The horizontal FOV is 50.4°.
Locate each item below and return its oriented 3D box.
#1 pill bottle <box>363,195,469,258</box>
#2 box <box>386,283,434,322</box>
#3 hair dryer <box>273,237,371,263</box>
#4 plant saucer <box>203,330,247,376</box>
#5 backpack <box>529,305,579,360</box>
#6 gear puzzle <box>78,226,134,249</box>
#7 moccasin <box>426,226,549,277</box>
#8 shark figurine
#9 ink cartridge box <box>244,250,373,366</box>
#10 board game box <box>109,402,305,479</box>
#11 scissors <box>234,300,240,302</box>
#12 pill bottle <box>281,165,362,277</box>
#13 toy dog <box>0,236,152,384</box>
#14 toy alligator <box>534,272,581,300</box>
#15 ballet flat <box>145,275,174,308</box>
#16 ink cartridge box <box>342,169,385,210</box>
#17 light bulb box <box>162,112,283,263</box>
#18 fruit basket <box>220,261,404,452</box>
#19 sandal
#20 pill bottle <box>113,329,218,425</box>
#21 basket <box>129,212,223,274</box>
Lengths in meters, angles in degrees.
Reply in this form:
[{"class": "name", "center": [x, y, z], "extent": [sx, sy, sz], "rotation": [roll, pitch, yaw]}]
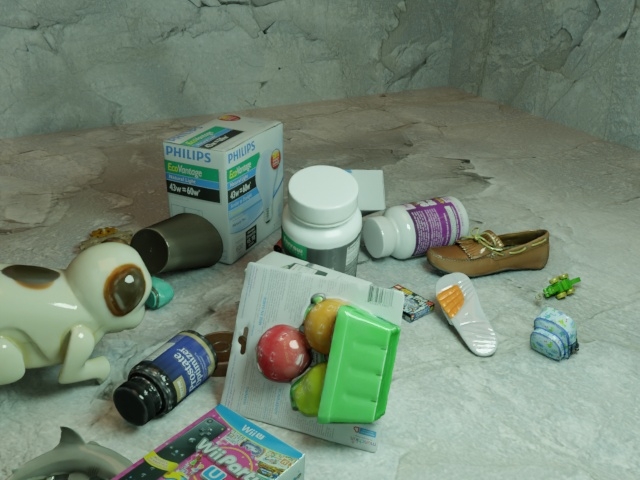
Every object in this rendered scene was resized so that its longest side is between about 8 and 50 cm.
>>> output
[{"class": "pill bottle", "center": [0.290, -0.035, 2.088], "extent": [0.302, 0.169, 0.169], "rotation": [-12, 29, -25]}, {"class": "box", "center": [0.225, 0.167, 1.829], "extent": [0.094, 0.027, 0.137], "rotation": [-19, 32, -37]}, {"class": "hair dryer", "center": [-0.004, 0.000, 2.107], "extent": [0.294, 0.080, 0.223], "rotation": [-6, 27, -13]}, {"class": "plant saucer", "center": [-0.237, 0.263, 1.619], "extent": [0.169, 0.029, 0.168], "rotation": [0, 25, 0]}, {"class": "backpack", "center": [0.556, 0.224, 1.624], "extent": [0.105, 0.114, 0.084], "rotation": [26, 55, 39]}, {"class": "gear puzzle", "center": [-0.640, 0.028, 2.085], "extent": [0.176, 0.044, 0.339], "rotation": [-16, 28, -27]}, {"class": "moccasin", "center": [0.495, 0.024, 1.995], "extent": [0.380, 0.146, 0.139], "rotation": [-2, 26, -7]}, {"class": "shark figurine", "center": [-0.489, 0.399, 1.239], "extent": [0.278, 0.116, 0.166], "rotation": [-9, 26, -23]}, {"class": "ink cartridge box", "center": [-0.032, 0.171, 1.607], "extent": [0.289, 0.211, 0.121], "rotation": [16, 30, 30]}, {"class": "board game box", "center": [-0.207, 0.438, 1.183], "extent": [0.224, 0.097, 0.303], "rotation": [20, 31, 34]}, {"class": "scissors", "center": [-0.089, 0.143, 1.886], "extent": [0.297, 0.021, 0.109], "rotation": [-3, 29, -6]}, {"class": "pill bottle", "center": [0.000, 0.000, 1.745], "extent": [0.204, 0.361, 0.204], "rotation": [1, 43, -1]}, {"class": "toy dog", "center": [-0.574, 0.135, 1.484], "extent": [0.408, 0.395, 0.284], "rotation": [-18, 22, -17]}, {"class": "toy alligator", "center": [0.645, 0.136, 1.886], "extent": [0.190, 0.056, 0.051], "rotation": [-17, -11, -30]}, {"class": "ballet flat", "center": [-0.491, 0.117, 1.864], "extent": [0.247, 0.083, 0.087], "rotation": [25, 23, 34]}, {"class": "ink cartridge box", "center": [0.047, -0.138, 2.169], "extent": [0.223, 0.128, 0.307], "rotation": [-2, -5, -16]}, {"class": "light bulb box", "center": [-0.290, -0.174, 2.135], "extent": [0.225, 0.360, 0.358], "rotation": [12, 28, 22]}, {"class": "fruit basket", "center": [-0.019, 0.233, 1.407], "extent": [0.353, 0.326, 0.165], "rotation": [9, -2, 25]}, {"class": "sandal", "center": [0.367, 0.199, 1.732], "extent": [0.102, 0.076, 0.265], "rotation": [-16, 48, -2]}, {"class": "pill bottle", "center": [-0.329, 0.293, 1.447], "extent": [0.123, 0.122, 0.219], "rotation": [14, 29, 25]}, {"class": "basket", "center": [-0.414, 0.015, 1.911], "extent": [0.204, 0.154, 0.227], "rotation": [27, 17, 15]}]
